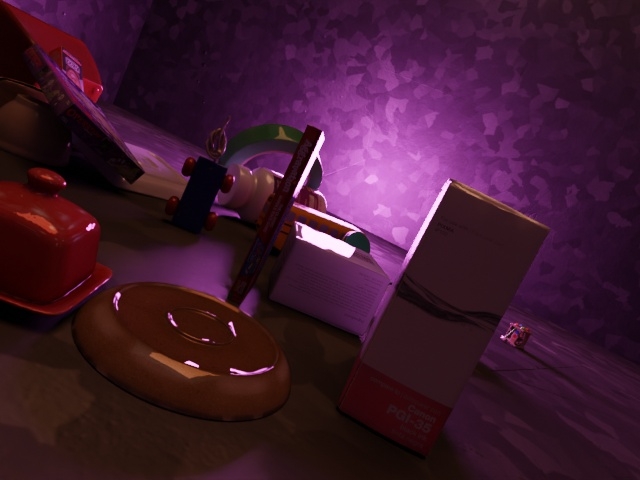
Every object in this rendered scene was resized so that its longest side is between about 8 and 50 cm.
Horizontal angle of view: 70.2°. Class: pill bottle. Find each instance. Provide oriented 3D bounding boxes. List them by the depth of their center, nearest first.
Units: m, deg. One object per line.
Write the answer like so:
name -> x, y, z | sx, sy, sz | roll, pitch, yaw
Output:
pill bottle -> -0.143, -0.117, 1.357 | 0.302, 0.169, 0.169 | 20, 10, -37

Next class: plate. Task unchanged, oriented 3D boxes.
plate -> -0.466, -0.191, 1.173 | 0.277, 0.045, 0.278 | 39, 14, 29

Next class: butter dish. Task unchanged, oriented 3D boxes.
butter dish -> -0.289, -0.015, 0.451 | 0.160, 0.118, 0.160 | 25, 9, -10

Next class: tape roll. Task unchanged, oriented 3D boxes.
tape roll -> -0.156, -0.214, 1.432 | 0.321, 0.321, 0.077 | 19, 42, -37

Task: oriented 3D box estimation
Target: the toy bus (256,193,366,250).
toy bus -> 0.000, 0.000, 1.182 | 0.333, 0.130, 0.108 | 20, 10, -33

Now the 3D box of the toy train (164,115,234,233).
toy train -> -0.242, -0.146, 0.987 | 0.105, 0.247, 0.143 | 23, 4, -16

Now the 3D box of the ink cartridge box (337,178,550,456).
ink cartridge box -> 0.145, 0.080, 0.573 | 0.117, 0.282, 0.207 | 27, 8, 10

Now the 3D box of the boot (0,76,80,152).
boot -> -0.670, -0.304, 1.150 | 0.112, 0.115, 0.305 | 29, 7, 39

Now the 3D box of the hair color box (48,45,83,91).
hair color box -> -0.651, -0.415, 1.167 | 0.072, 0.043, 0.141 | 42, 33, -68

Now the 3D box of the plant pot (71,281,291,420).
plant pot -> -0.134, 0.102, 0.488 | 0.237, 0.032, 0.236 | 24, 8, -4

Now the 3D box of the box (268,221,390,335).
box -> 0.010, 0.064, 0.847 | 0.182, 0.119, 0.181 | 24, 8, -9

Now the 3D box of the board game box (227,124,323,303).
board game box -> -0.066, -0.044, 0.729 | 0.027, 0.281, 0.145 | 26, 8, -4

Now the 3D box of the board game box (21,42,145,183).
board game box -> -0.521, -0.281, 0.996 | 0.347, 0.056, 0.208 | 45, -2, 35

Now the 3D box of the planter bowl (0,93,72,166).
planter bowl -> -0.600, -0.238, 0.957 | 0.162, 0.109, 0.162 | 24, 8, -4

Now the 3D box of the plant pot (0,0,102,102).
plant pot -> -0.797, -0.454, 1.304 | 0.236, 0.267, 0.267 | 44, 14, 21

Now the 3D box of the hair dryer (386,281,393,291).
hair dryer -> 0.228, 0.179, 1.039 | 0.294, 0.080, 0.223 | 14, 25, -24

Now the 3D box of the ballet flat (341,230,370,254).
ballet flat -> 0.058, 0.051, 1.069 | 0.086, 0.086, 0.248 | 26, 26, 4

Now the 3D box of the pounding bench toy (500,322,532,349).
pounding bench toy -> 0.597, 0.288, 1.397 | 0.083, 0.065, 0.052 | 20, 10, -33
